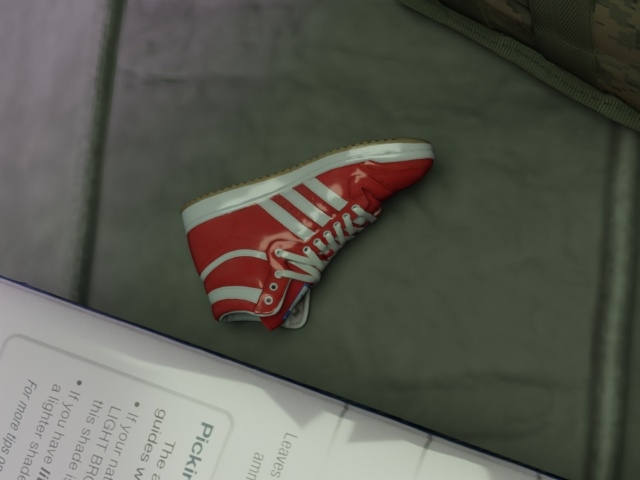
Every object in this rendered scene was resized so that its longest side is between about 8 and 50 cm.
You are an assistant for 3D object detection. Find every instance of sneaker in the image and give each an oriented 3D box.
[{"bbox_3d":[0.000,0.000,0.788,0.118,0.042,0.067,-19,73,17],"label":"sneaker"}]

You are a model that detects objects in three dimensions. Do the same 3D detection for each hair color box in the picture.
[{"bbox_3d":[-0.029,0.142,0.737,0.347,0.105,0.174,19,85,15],"label":"hair color box"}]

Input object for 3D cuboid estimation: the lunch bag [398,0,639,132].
[{"bbox_3d":[0.156,-0.129,0.677,0.287,0.235,0.169,32,83,16],"label":"lunch bag"}]
